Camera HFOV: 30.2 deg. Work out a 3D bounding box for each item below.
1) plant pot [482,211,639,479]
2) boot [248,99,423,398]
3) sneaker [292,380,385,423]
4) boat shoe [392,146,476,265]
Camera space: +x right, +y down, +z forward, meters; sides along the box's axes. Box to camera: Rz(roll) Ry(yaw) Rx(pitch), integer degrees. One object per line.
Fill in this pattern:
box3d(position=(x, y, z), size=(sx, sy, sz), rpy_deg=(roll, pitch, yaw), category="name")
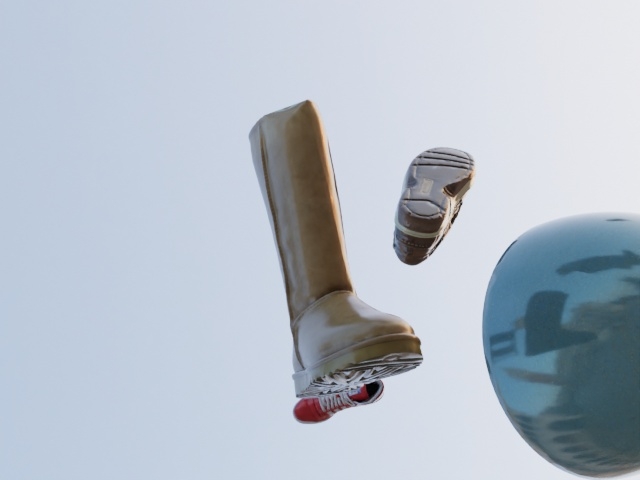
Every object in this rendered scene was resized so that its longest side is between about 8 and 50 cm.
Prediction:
box3d(position=(0.341, 0.092, 1.220), size=(0.290, 0.195, 0.290), rpy_deg=(9, -109, -27), category="plant pot")
box3d(position=(0.000, 0.000, 1.086), size=(0.089, 0.236, 0.269), rpy_deg=(-5, -102, -22), category="boot")
box3d(position=(0.023, 0.192, 1.449), size=(0.118, 0.067, 0.042), rpy_deg=(-17, -103, -7), category="sneaker")
box3d(position=(0.152, -0.048, 1.670), size=(0.257, 0.095, 0.095), rpy_deg=(-49, -27, -56), category="boat shoe")
